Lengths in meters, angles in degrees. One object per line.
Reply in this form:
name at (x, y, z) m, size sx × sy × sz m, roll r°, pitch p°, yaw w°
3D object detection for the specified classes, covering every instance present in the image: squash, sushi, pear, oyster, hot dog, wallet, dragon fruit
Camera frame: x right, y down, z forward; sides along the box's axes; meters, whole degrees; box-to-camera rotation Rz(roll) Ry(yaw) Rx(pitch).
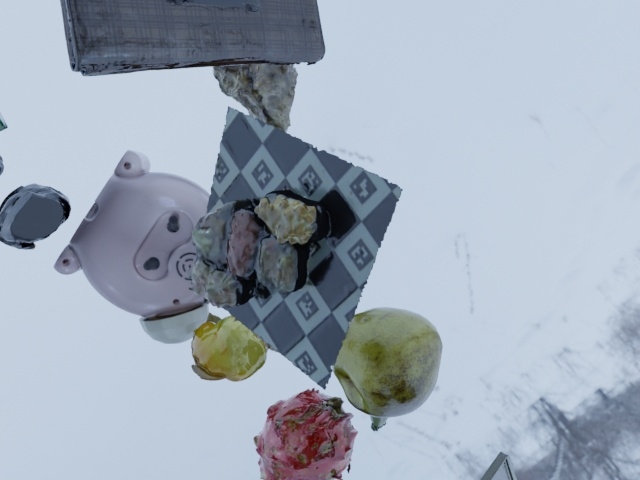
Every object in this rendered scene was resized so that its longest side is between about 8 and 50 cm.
squash at (0.143, 0.389, 1.725) m, size 0.052 × 0.052 × 0.183 m, roll -27°, pitch 145°, yaw -23°
sushi at (-0.068, 0.009, 0.937) m, size 0.059 × 0.292 × 0.294 m, roll -13°, pitch 127°, yaw -50°
pear at (0.120, 0.205, 1.280) m, size 0.197 × 0.197 × 0.197 m, roll -31°, pitch 157°, yaw -15°
oyster at (-0.131, -0.396, 1.719) m, size 0.204 × 0.111 × 0.396 m, roll -36°, pitch 122°, yaw -17°
hot dog at (-0.265, 0.193, 1.767) m, size 0.034 × 0.090 × 0.030 m, roll -63°, pitch -179°, yaw -18°
wallet at (-0.101, -0.204, 0.615) m, size 0.230 × 0.124 × 0.042 m, roll -12°, pitch -172°, yaw -31°
dragon fruit at (-0.024, 0.403, 1.513) m, size 0.205 × 0.210 × 0.268 m, roll 7°, pitch 135°, yaw -29°

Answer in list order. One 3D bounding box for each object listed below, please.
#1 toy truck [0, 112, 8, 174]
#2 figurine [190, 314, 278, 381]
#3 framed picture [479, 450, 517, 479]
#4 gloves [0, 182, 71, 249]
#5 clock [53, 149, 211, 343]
toy truck at (-0.649, -0.152, 1.113) m, size 0.363 × 0.176 × 0.178 m, roll -30°, pitch 156°, yaw -9°
figurine at (-0.119, 0.194, 1.359) m, size 0.246 × 0.131 × 0.156 m, roll -9°, pitch 139°, yaw -15°
framed picture at (0.239, 0.434, 1.112) m, size 0.192 × 0.018 × 0.265 m, roll -49°, pitch 145°, yaw -16°
gloves at (-0.571, -0.047, 1.444) m, size 0.164 × 0.203 × 0.124 m, roll -41°, pitch 118°, yaw -34°
clock at (-0.326, 0.013, 1.516) m, size 0.342 × 0.326 × 0.184 m, roll -55°, pitch -167°, yaw 7°
